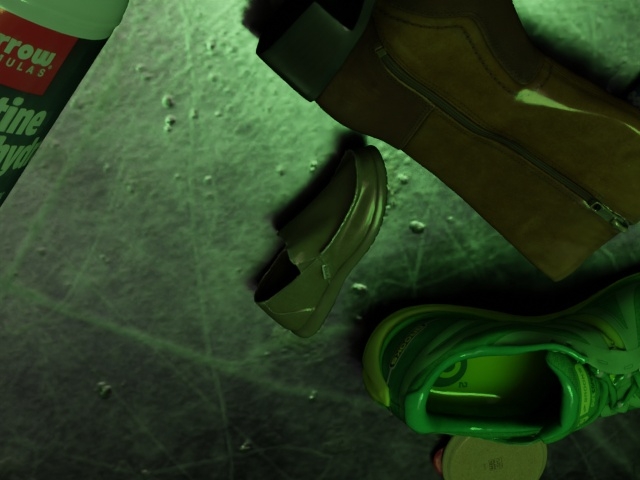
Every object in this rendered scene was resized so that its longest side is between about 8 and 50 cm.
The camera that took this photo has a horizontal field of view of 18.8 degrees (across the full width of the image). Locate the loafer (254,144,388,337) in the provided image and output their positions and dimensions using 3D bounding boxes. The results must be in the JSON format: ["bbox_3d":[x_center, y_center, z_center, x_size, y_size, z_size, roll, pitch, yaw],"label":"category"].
[{"bbox_3d":[0.000,0.000,1.310,0.050,0.056,0.148,15,111,-24],"label":"loafer"}]

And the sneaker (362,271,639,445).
[{"bbox_3d":[0.181,0.096,1.353,0.296,0.123,0.109,-8,116,-8],"label":"sneaker"}]

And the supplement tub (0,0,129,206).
[{"bbox_3d":[-0.232,-0.126,1.129,0.191,0.191,0.272,28,107,-22],"label":"supplement tub"}]

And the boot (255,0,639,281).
[{"bbox_3d":[0.140,-0.111,1.217,0.280,0.096,0.264,35,123,-17],"label":"boot"}]

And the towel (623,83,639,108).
[{"bbox_3d":[0.378,-0.091,1.293,0.336,0.040,0.243,-43,80,10],"label":"towel"}]

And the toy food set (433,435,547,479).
[{"bbox_3d":[0.127,0.160,1.430,0.083,0.020,0.083,-27,117,3],"label":"toy food set"}]
